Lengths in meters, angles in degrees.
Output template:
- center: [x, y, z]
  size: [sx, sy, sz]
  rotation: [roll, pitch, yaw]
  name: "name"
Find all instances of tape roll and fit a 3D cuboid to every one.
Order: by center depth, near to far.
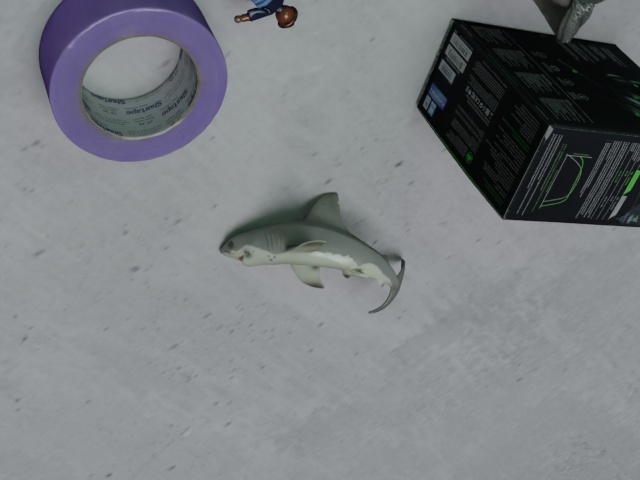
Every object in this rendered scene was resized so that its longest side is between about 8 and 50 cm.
- center: [-0.200, -0.182, 1.158]
  size: [0.189, 0.080, 0.189]
  rotation: [-13, 134, -14]
  name: "tape roll"

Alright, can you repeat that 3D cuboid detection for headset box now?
- center: [0.304, -0.140, 1.316]
  size: [0.283, 0.246, 0.131]
  rotation: [2, 127, -28]
  name: "headset box"

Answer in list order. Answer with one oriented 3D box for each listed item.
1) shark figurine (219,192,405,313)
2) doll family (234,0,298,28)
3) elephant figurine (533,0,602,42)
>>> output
- center: [0.029, 0.001, 1.422]
  size: [0.278, 0.116, 0.166]
  rotation: [17, 155, -26]
  name: "shark figurine"
- center: [-0.025, -0.307, 1.139]
  size: [0.193, 0.076, 0.111]
  rotation: [-35, 139, 15]
  name: "doll family"
- center: [0.275, -0.300, 1.162]
  size: [0.186, 0.239, 0.169]
  rotation: [6, 126, -29]
  name: "elephant figurine"
